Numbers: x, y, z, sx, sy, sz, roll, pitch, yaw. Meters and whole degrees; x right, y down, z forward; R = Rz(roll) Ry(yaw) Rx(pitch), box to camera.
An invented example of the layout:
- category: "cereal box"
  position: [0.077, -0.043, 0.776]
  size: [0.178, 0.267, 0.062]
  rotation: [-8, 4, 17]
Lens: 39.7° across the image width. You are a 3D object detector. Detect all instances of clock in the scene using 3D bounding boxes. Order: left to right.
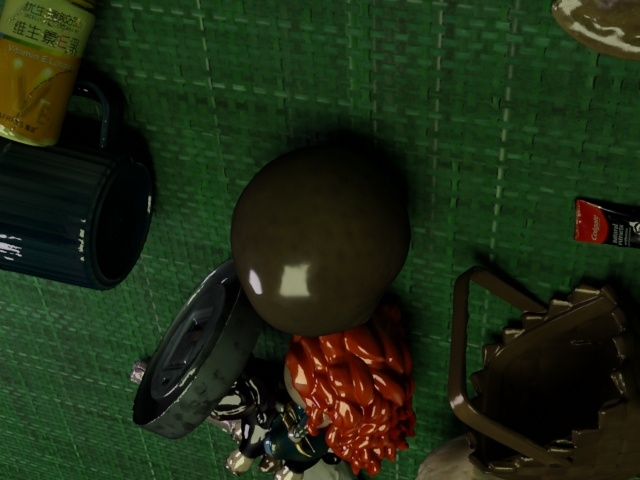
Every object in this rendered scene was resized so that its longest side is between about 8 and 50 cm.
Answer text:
- category: "clock"
  position: [-0.190, 0.170, 1.416]
  size: [0.061, 0.312, 0.313]
  rotation: [34, 135, -19]

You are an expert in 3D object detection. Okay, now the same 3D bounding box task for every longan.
- category: "longan"
  position: [0.000, 0.000, 1.211]
  size: [0.258, 0.258, 0.258]
  rotation: [13, 133, 14]

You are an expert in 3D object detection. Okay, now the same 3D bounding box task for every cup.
- category: "cup"
  position: [-0.423, -0.088, 1.373]
  size: [0.292, 0.307, 0.242]
  rotation: [14, 166, 12]

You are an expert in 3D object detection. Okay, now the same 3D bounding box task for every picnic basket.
- category: "picnic basket"
  position: [0.316, 0.195, 1.237]
  size: [0.321, 0.254, 0.291]
  rotation: [31, 136, -19]

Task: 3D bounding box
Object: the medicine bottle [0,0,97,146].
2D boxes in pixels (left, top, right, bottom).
- category: "medicine bottle"
  position: [-0.381, -0.253, 1.192]
  size: [0.124, 0.124, 0.238]
  rotation: [21, 99, 6]

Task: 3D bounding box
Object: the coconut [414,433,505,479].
- category: "coconut"
  position: [0.307, 0.435, 1.432]
  size: [0.329, 0.328, 0.328]
  rotation: [13, 133, 14]

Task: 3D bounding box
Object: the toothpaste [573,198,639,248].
- category: "toothpaste"
  position: [0.428, -0.010, 1.156]
  size: [0.194, 0.045, 0.071]
  rotation: [11, 133, 24]

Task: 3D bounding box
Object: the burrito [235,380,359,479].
- category: "burrito"
  position: [-0.041, 0.406, 1.700]
  size: [0.139, 0.101, 0.445]
  rotation: [-20, 120, 31]

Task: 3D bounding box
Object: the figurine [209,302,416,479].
- category: "figurine"
  position: [-0.019, 0.255, 1.446]
  size: [0.412, 0.241, 0.306]
  rotation: [-26, 105, 30]

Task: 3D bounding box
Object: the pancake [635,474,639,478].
- category: "pancake"
  position: [0.537, 0.347, 1.385]
  size: [0.115, 0.115, 0.011]
  rotation: [-30, 82, 40]

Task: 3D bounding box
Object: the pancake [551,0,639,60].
- category: "pancake"
  position: [0.342, -0.294, 0.938]
  size: [0.223, 0.042, 0.236]
  rotation: [17, 134, 12]

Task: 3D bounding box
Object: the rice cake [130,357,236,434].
- category: "rice cake"
  position: [-0.253, 0.310, 1.745]
  size: [0.270, 0.055, 0.049]
  rotation: [30, 131, 0]
